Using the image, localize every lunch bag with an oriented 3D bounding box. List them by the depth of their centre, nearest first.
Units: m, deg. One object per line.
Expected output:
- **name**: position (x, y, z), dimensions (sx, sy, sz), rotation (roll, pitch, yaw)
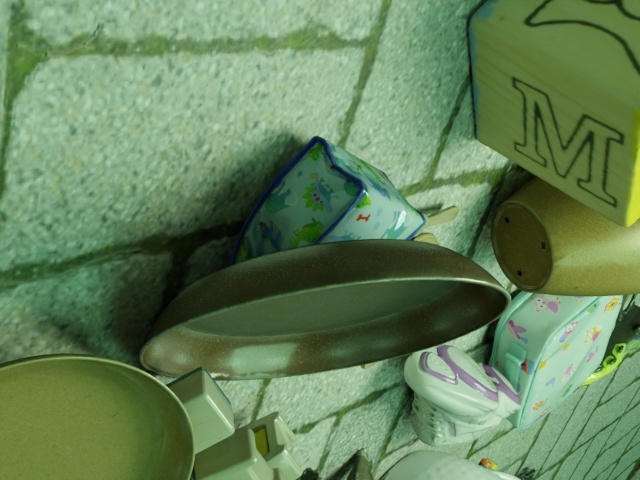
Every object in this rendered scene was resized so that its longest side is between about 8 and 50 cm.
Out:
- **lunch bag**: position (0.000, 0.000, 0.760), dimensions (0.151, 0.096, 0.129), rotation (-45, 150, 14)
- **lunch bag**: position (0.363, 0.164, 1.367), dimensions (0.224, 0.108, 0.279), rotation (-29, 140, -26)

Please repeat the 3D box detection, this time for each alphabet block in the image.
- **alphabet block**: position (0.286, -0.168, 0.851), dimensions (0.192, 0.197, 0.193), rotation (-43, 147, -14)

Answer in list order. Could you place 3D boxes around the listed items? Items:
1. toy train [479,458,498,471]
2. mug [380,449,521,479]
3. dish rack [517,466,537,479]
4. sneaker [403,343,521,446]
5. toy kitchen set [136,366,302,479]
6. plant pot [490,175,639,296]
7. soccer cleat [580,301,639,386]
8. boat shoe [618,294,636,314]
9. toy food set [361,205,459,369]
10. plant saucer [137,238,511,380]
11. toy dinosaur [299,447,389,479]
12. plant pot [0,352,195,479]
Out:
- **toy train**: position (0.314, 0.509, 1.708), dimensions (0.125, 0.046, 0.166), rotation (-34, 145, -27)
- **mug**: position (0.261, 0.486, 1.349), dimensions (0.374, 0.328, 0.276), rotation (-12, 131, -47)
- **dish rack**: position (0.407, 0.628, 1.921), dimensions (0.271, 0.074, 0.208), rotation (-9, 129, -48)
- **sneaker**: position (0.182, 0.236, 1.200), dimensions (0.152, 0.114, 0.305), rotation (-44, 145, 10)
- **toy kitchen set**: position (-0.113, 0.195, 0.819), dimensions (0.122, 0.166, 0.207), rotation (-28, 117, 4)
- **plant pot**: position (0.355, -0.025, 1.090), dimensions (0.254, 0.237, 0.237), rotation (-15, 135, -24)
- **soccer cleat**: position (0.551, 0.225, 1.687), dimensions (0.289, 0.093, 0.121), rotation (-28, 148, -32)
- **boat shoe**: position (0.542, -0.011, 1.436), dimensions (0.114, 0.091, 0.302), rotation (-21, 137, -41)
- **toy food set**: position (0.091, 0.044, 0.975), dimensions (0.132, 0.038, 0.192), rotation (-17, 129, -53)
- **plant saucer**: position (0.002, 0.062, 0.721), dimensions (0.311, 0.050, 0.310), rotation (-8, 162, -3)
- **toy dinosaur**: position (-0.011, 0.406, 1.121), dimensions (0.313, 0.121, 0.160), rotation (-46, 135, -18)
- **plant pot**: position (-0.214, 0.177, 0.652), dimensions (0.236, 0.032, 0.236), rotation (-13, 124, -20)
